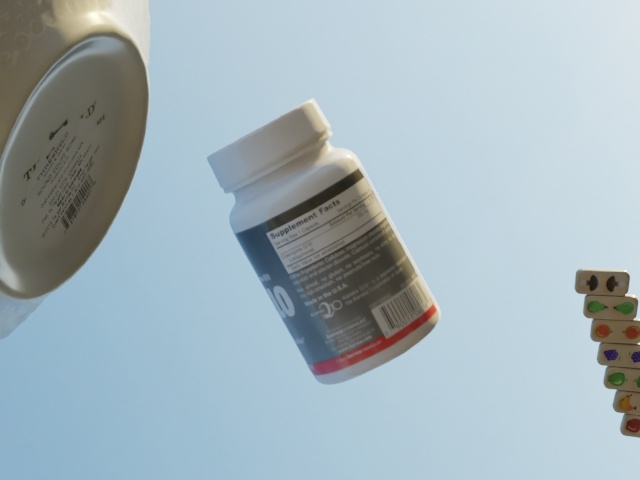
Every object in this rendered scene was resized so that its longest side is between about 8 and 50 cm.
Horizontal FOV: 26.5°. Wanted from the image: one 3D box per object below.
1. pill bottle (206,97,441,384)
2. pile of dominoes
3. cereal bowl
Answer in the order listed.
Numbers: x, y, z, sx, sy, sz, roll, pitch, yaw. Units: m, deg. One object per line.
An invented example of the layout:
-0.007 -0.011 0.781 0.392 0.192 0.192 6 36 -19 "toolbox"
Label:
0.000 0.000 1.495 0.161 0.161 0.283 -34 -82 -42 "pill bottle"
0.400 0.119 1.485 0.040 0.196 0.251 -83 -25 -66 "pile of dominoes"
-0.194 -0.066 0.750 0.339 0.141 0.339 -57 -20 -35 "cereal bowl"
